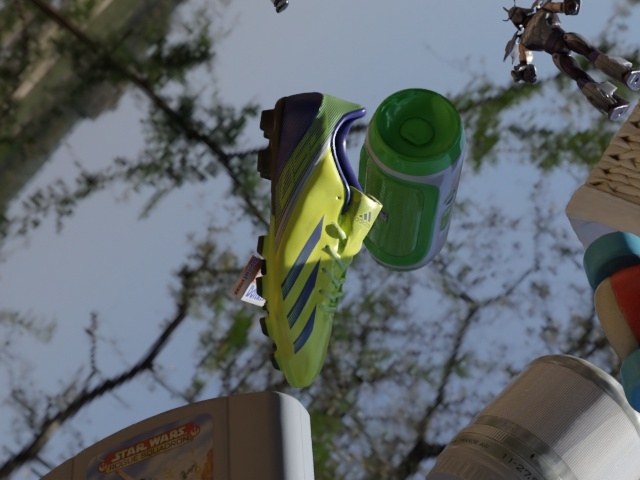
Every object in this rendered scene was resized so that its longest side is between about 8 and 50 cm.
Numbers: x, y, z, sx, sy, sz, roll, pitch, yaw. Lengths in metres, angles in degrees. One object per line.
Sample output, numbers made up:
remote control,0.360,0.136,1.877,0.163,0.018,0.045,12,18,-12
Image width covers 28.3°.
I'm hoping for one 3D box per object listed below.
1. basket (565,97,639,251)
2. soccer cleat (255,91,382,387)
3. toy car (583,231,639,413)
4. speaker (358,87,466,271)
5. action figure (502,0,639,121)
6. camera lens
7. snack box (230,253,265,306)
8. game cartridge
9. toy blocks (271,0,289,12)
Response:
basket,0.549,-0.017,1.667,0.331,0.328,0.266,22,-107,36
soccer cleat,0.000,-0.001,1.235,0.093,0.121,0.289,30,60,-88
toy car,0.430,0.076,1.334,0.238,0.210,0.219,-31,-146,20
speaker,0.115,-0.072,1.657,0.131,0.131,0.296,-53,164,-23
action figure,0.417,-0.326,2.161,0.099,0.285,0.185,-16,140,-49
camera lens,0.304,0.308,1.752,0.274,0.219,0.219,-39,-172,-28
snack box,-0.087,0.061,1.835,0.064,0.022,0.178,-59,168,-1
game cartridge,-0.144,0.251,1.150,0.297,0.062,0.198,-23,-131,18
toy blocks,-0.053,-0.501,1.540,0.260,0.309,0.288,-38,176,-1
